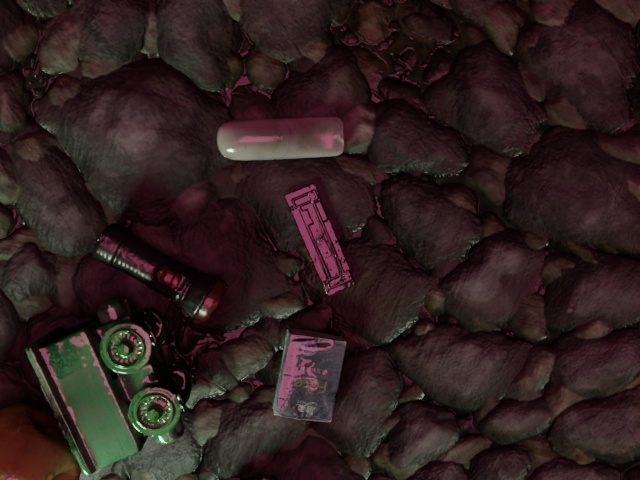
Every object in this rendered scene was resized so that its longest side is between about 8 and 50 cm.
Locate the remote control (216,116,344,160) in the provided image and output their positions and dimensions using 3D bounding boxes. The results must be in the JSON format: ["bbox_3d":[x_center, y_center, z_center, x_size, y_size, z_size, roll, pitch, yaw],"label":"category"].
[{"bbox_3d":[-0.069,-0.183,1.000,0.228,0.044,0.073,-3,92,-7],"label":"remote control"}]

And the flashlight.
[{"bbox_3d":[-0.277,0.053,0.968,0.231,0.093,0.093,32,89,-8],"label":"flashlight"}]

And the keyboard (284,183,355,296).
[{"bbox_3d":[0.000,0.000,1.038,0.061,0.013,0.205,-24,96,-6],"label":"keyboard"}]

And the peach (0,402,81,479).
[{"bbox_3d":[-0.517,0.365,0.912,0.235,0.214,0.214,18,92,9],"label":"peach"}]

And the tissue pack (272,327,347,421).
[{"bbox_3d":[-0.020,0.247,1.034,0.112,0.051,0.157,10,92,-9],"label":"tissue pack"}]

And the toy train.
[{"bbox_3d":[-0.336,0.234,0.944,0.201,0.145,0.266,-22,96,-3],"label":"toy train"}]

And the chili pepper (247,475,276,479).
[{"bbox_3d":[-0.113,0.569,1.028,0.144,0.136,0.253,-33,114,-49],"label":"chili pepper"}]
